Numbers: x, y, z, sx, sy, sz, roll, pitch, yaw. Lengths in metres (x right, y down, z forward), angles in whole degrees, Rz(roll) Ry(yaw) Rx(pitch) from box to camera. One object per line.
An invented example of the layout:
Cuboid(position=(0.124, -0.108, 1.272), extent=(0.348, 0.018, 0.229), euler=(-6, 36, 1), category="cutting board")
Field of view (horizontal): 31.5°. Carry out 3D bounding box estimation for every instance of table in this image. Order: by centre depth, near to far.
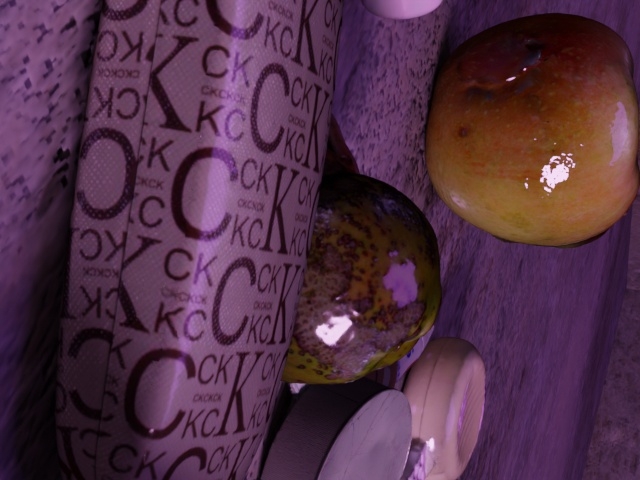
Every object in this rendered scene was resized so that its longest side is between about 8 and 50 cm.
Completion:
Cuboid(position=(0.012, 0.158, 0.787), extent=(0.133, 0.043, 0.134), euler=(-36, 137, -44), category="table")

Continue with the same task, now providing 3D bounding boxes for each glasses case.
Cuboid(position=(-0.049, -0.043, 0.517), extent=(0.137, 0.085, 0.355), euler=(6, 94, -70), category="glasses case")

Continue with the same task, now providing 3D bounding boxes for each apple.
Cuboid(position=(0.187, -0.095, 1.007), extent=(0.174, 0.188, 0.207), euler=(-39, 128, -68), category="apple")

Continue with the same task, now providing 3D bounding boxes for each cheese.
Cuboid(position=(0.105, 0.186, 1.078), extent=(0.227, 0.064, 0.137), euler=(-54, 144, -54), category="cheese")

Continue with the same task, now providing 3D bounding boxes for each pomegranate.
Cuboid(position=(0.011, 0.004, 0.643), extent=(0.138, 0.125, 0.163), euler=(73, 29, -71), category="pomegranate")

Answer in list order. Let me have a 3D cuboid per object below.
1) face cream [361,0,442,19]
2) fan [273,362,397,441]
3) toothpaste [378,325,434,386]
Cuboid(position=(0.043, -0.264, 0.689), extent=(0.082, 0.081, 0.269), euler=(-59, 152, -47), category="face cream")
Cuboid(position=(-0.004, 0.107, 0.785), extent=(0.153, 0.008, 0.227), euler=(-60, 149, -18), category="fan")
Cuboid(position=(0.035, 0.108, 0.892), extent=(0.194, 0.042, 0.067), euler=(-40, 138, -53), category="toothpaste")
